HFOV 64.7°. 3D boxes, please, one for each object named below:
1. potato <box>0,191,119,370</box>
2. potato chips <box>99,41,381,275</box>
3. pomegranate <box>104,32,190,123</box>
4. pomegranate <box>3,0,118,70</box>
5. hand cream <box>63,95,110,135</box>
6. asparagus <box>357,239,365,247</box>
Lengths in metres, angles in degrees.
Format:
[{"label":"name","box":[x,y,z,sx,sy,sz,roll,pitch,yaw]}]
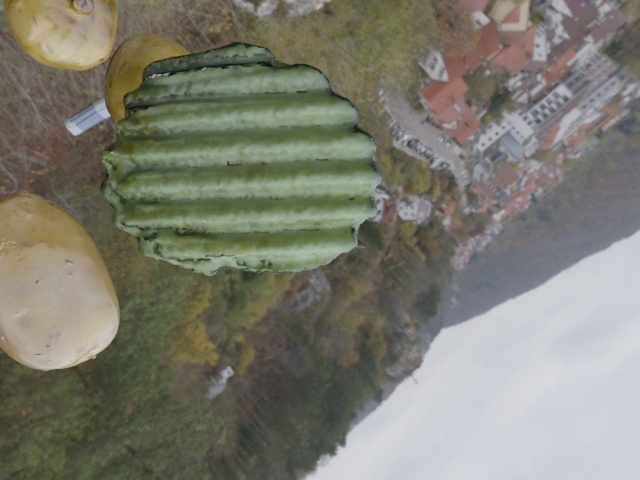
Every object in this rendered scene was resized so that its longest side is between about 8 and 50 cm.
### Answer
[{"label":"potato","box":[-0.268,0.044,0.485,0.118,0.178,0.109,-31,-162,-32]},{"label":"potato chips","box":[-0.121,-0.126,0.778,0.428,0.359,0.070,-1,179,2]},{"label":"pomegranate","box":[-0.347,-0.314,1.084,0.233,0.233,0.233,-36,168,-9]},{"label":"pomegranate","box":[-0.781,-0.688,1.553,0.342,0.342,0.342,-36,168,-9]},{"label":"hand cream","box":[-0.518,-0.343,1.260,0.255,0.048,0.079,-30,-171,5]},{"label":"asparagus","box":[0.000,0.000,1.144,0.232,0.023,0.022,4,-163,34]}]
